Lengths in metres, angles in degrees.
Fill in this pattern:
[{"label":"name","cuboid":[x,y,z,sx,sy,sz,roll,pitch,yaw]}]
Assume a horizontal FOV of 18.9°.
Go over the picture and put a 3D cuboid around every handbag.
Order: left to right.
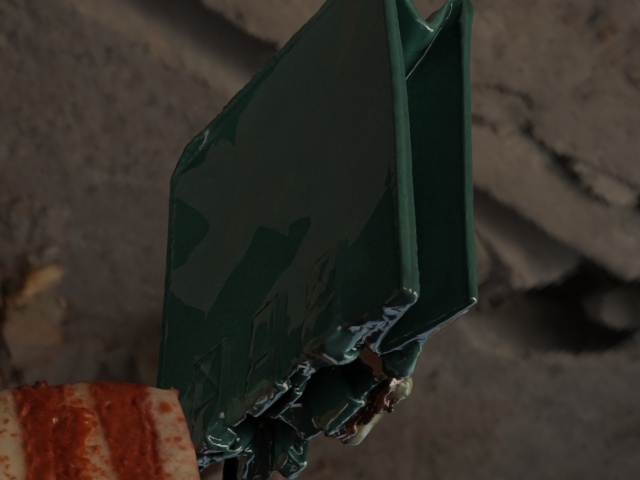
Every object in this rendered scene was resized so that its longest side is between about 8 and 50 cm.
[{"label":"handbag","cuboid":[0.004,0.000,1.170,0.100,0.274,0.269,22,135,-26]}]

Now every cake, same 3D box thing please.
[{"label":"cake","cuboid":[-0.121,0.219,1.028,0.158,0.262,0.160,-5,141,-13]}]
